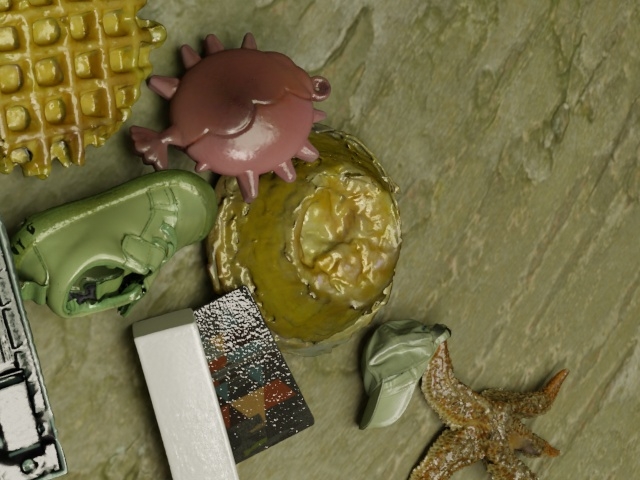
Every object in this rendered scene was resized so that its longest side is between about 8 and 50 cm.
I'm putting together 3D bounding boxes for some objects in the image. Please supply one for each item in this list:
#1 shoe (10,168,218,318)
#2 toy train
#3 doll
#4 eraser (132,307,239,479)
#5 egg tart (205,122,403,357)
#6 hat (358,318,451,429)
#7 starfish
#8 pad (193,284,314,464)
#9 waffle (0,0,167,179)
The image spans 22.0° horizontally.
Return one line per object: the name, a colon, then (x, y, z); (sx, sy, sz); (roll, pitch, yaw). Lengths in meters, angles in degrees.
shoe: (-0.234, 0.013, 1.890); (0.262, 0.140, 0.128); (-13, 70, -29)
toy train: (-0.375, 0.074, 1.812); (0.086, 0.088, 0.407); (-16, 102, -22)
doll: (-0.105, -0.150, 1.976); (0.262, 0.093, 0.211); (-28, 82, -22)
eraser: (-0.152, 0.237, 1.980); (0.078, 0.076, 0.298); (-15, 103, -5)
egg tart: (0.000, 0.000, 2.067); (0.315, 0.120, 0.315); (-2, 93, -36)
hat: (0.096, 0.177, 2.183); (0.122, 0.081, 0.166); (4, 110, -58)
starfish: (0.252, 0.290, 2.291); (0.294, 0.084, 0.301); (14, 80, -35)
pad: (-0.109, 0.173, 2.026); (0.143, 0.003, 0.211); (-27, 111, -2)
waffle: (-0.319, -0.238, 1.857); (0.307, 0.060, 0.312); (-51, 119, -25)
